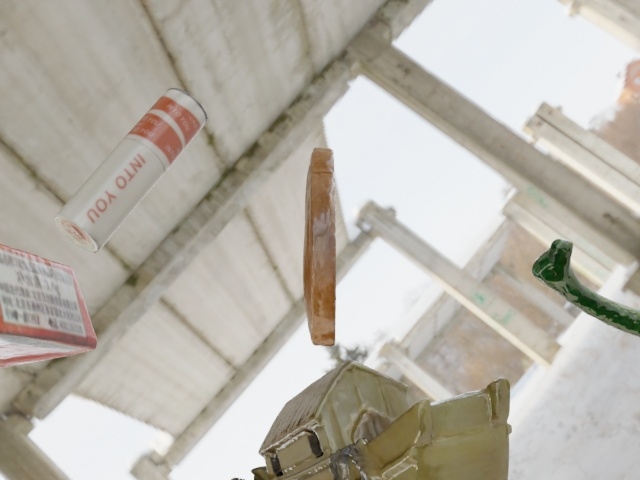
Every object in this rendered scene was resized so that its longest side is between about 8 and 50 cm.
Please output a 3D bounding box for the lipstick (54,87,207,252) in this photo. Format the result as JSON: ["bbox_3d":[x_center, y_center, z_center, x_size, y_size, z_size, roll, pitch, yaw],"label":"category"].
[{"bbox_3d":[-0.132,-0.051,0.635,0.131,0.038,0.038,-56,-12,-27],"label":"lipstick"}]

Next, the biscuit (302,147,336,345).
[{"bbox_3d":[0.000,0.000,0.529,0.130,0.019,0.102,-89,-1,-63],"label":"biscuit"}]

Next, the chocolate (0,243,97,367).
[{"bbox_3d":[-0.582,0.118,1.407,0.341,0.161,0.360,-11,-12,9],"label":"chocolate"}]

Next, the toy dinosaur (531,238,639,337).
[{"bbox_3d":[0.352,0.155,0.615,0.301,0.447,0.087,-17,23,16],"label":"toy dinosaur"}]

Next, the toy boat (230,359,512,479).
[{"bbox_3d":[0.032,0.194,0.785,0.136,0.162,0.445,-8,-16,-23],"label":"toy boat"}]
